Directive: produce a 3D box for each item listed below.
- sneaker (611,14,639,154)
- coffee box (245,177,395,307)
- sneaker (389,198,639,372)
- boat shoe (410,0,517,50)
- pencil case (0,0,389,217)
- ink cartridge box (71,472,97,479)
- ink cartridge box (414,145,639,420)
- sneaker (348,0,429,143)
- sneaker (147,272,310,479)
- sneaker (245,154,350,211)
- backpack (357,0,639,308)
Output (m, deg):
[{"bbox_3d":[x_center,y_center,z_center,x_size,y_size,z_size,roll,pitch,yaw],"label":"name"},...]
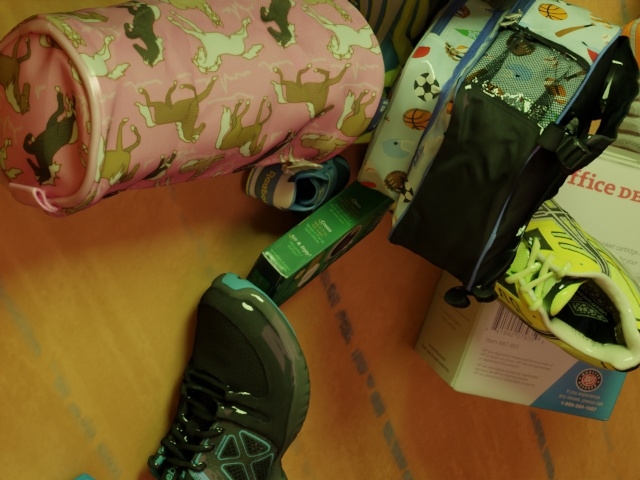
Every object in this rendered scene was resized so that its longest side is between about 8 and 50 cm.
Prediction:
[{"bbox_3d":[0.464,-0.169,2.338,0.180,0.124,0.321,-34,137,-33],"label":"sneaker"},{"bbox_3d":[0.000,0.000,1.878,0.184,0.040,0.113,-38,170,-30],"label":"coffee box"},{"bbox_3d":[0.218,0.001,1.968,0.385,0.147,0.145,34,100,-15],"label":"sneaker"},{"bbox_3d":[0.179,-0.296,1.876,0.335,0.121,0.119,-62,150,4],"label":"boat shoe"},{"bbox_3d":[-0.113,-0.125,1.584,0.386,0.167,0.160,-13,161,-48],"label":"pencil case"},{"bbox_3d":[-0.284,0.334,1.740,0.231,0.078,0.134,-25,131,-42],"label":"ink cartridge box"},{"bbox_3d":[0.273,0.033,2.150,0.223,0.129,0.307,14,104,-24],"label":"ink cartridge box"},{"bbox_3d":[0.032,-0.188,1.787,0.126,0.091,0.240,-29,135,-38],"label":"sneaker"},{"bbox_3d":[-0.097,0.194,1.851,0.140,0.125,0.341,-25,129,-36],"label":"sneaker"},{"bbox_3d":[-0.011,-0.055,1.849,0.144,0.059,0.053,-12,120,-50],"label":"sneaker"},{"bbox_3d":[0.174,-0.118,1.774,0.263,0.213,0.276,-44,169,-41],"label":"backpack"}]
